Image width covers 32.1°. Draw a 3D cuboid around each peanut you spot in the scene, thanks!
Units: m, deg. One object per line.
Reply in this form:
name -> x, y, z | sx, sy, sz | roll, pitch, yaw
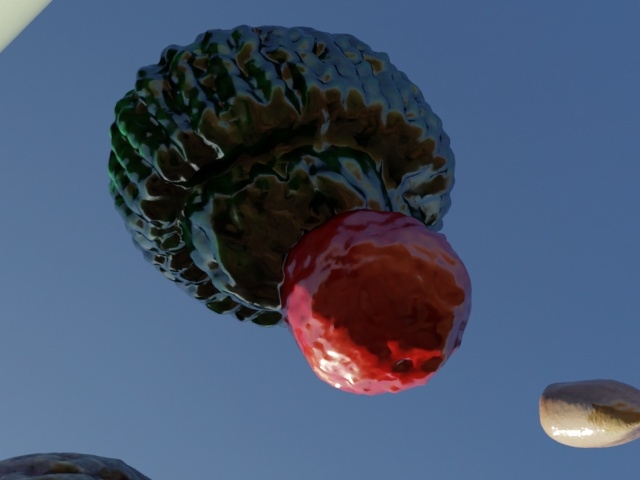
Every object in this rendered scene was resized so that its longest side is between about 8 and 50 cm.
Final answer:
peanut -> 0.289, 0.180, 1.164 | 0.076, 0.152, 0.076 | 3, -96, -33

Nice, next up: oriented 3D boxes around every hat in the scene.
hat -> 0.000, 0.000, 0.817 | 0.274, 0.332, 0.242 | -1, -55, -27

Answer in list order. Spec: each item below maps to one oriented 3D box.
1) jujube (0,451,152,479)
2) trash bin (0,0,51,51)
jujube -> -0.238, 0.311, 0.957 | 0.247, 0.215, 0.308 | 34, -47, -20
trash bin -> -0.350, -0.261, 0.919 | 0.280, 0.432, 0.280 | 17, -117, -38
